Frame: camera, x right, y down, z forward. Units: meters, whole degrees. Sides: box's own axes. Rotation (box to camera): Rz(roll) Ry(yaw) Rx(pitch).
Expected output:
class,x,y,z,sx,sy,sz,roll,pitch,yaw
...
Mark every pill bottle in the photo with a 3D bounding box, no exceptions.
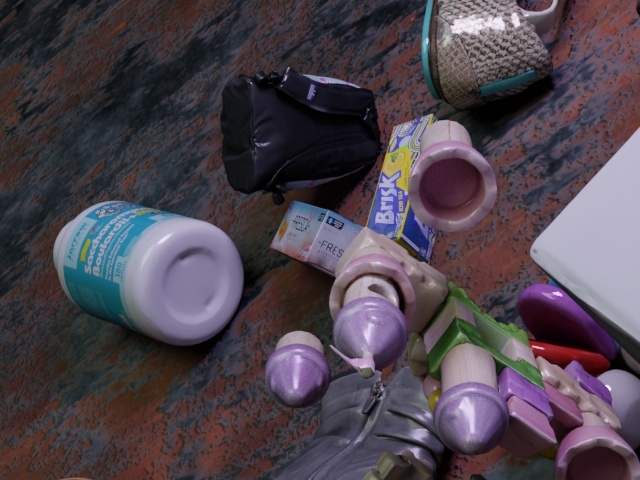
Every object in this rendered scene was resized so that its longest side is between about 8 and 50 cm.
class,x,y,z,sx,sy,sz,roll,pitch,yaw
pill bottle,-0.216,0.032,2.095,0.264,0.146,0.146,13,66,53

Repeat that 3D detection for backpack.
class,x,y,z,sx,sy,sz,roll,pitch,yaw
backpack,-0.023,-0.128,2.007,0.115,0.182,0.152,17,110,51

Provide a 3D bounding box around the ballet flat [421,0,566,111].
class,x,y,z,sx,sy,sz,roll,pitch,yaw
ballet flat,0.206,-0.349,2.014,0.182,0.164,0.483,-10,51,15

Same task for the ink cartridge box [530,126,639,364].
class,x,y,z,sx,sy,sz,roll,pitch,yaw
ink cartridge box,0.377,0.039,1.179,0.285,0.395,0.166,-48,35,2

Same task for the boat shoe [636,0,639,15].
class,x,y,z,sx,sy,sz,roll,pitch,yaw
boat shoe,0.428,-0.232,1.656,0.130,0.132,0.355,-63,26,-4

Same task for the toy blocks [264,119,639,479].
class,x,y,z,sx,sy,sz,roll,pitch,yaw
toy blocks,0.115,0.122,1.333,0.309,0.288,0.260,-53,11,17

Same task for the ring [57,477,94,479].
class,x,y,z,sx,sy,sz,roll,pitch,yaw
ring,-0.326,0.414,1.944,0.336,0.032,0.337,-31,38,27

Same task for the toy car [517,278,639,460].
class,x,y,z,sx,sy,sz,roll,pitch,yaw
toy car,0.218,0.093,1.540,0.159,0.136,0.182,7,62,52

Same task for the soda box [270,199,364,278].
class,x,y,z,sx,sy,sz,roll,pitch,yaw
soda box,0.000,0.000,1.898,0.063,0.058,0.183,-64,14,-1

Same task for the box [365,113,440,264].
class,x,y,z,sx,sy,sz,roll,pitch,yaw
box,0.097,-0.050,1.900,0.059,0.054,0.169,-16,46,40

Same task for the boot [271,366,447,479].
class,x,y,z,sx,sy,sz,roll,pitch,yaw
boot,-0.014,0.235,1.710,0.338,0.118,0.223,-7,47,31
